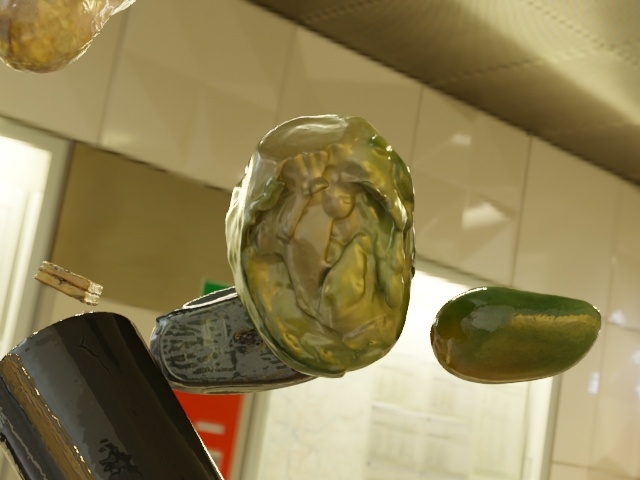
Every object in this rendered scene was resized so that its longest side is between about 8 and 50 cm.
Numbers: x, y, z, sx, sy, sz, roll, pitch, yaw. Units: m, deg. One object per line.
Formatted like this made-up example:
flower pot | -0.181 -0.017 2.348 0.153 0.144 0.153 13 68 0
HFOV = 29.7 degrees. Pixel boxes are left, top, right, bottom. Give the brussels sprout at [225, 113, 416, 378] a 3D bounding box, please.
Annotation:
brussels sprout | 0.000 0.000 1.721 0.276 0.371 0.315 -3 25 1

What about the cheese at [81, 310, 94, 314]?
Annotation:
cheese | -0.396 0.172 2.012 0.047 0.111 0.017 3 -8 42

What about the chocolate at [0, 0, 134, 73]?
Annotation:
chocolate | -0.285 -0.298 1.406 0.134 0.309 0.134 9 -51 11

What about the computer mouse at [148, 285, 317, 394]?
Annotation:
computer mouse | -0.123 0.175 2.186 0.374 0.203 0.114 -7 -5 -2

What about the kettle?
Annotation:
kettle | -0.241 0.278 1.341 0.203 0.262 0.308 13 34 -54

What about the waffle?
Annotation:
waffle | -0.453 0.078 2.178 0.102 0.042 0.148 25 -6 3

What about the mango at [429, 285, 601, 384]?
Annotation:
mango | 0.288 0.139 1.793 0.251 0.156 0.114 -3 20 1
